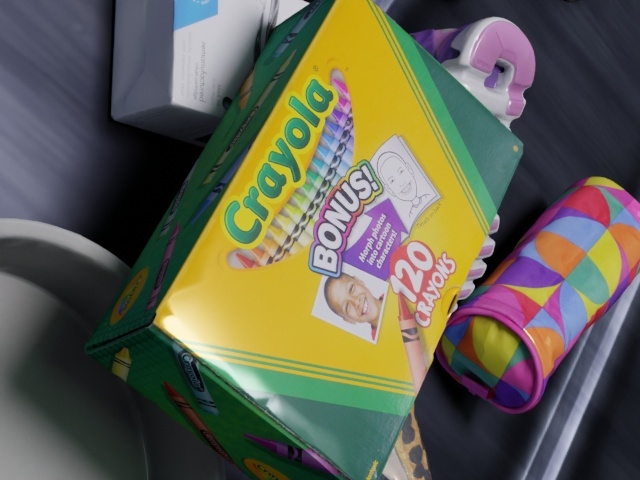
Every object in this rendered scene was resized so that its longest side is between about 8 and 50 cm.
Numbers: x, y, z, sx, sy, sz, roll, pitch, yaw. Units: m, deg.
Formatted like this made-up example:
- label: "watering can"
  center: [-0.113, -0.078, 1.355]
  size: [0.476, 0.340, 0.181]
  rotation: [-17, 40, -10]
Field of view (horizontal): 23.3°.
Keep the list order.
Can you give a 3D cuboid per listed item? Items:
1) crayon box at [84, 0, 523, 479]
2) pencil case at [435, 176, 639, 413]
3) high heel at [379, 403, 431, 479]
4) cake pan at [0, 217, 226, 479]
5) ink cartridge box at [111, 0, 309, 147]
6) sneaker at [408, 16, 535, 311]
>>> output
- label: "crayon box"
  center: [0.000, 0.000, 0.929]
  size: [0.165, 0.081, 0.278]
  rotation: [40, 55, -20]
- label: "pencil case"
  center: [0.183, 0.041, 1.228]
  size: [0.236, 0.104, 0.104]
  rotation: [-38, 110, -46]
- label: "high heel"
  center: [0.029, 0.089, 1.081]
  size: [0.186, 0.093, 0.261]
  rotation: [56, 28, -55]
- label: "cake pan"
  center: [-0.172, 0.136, 0.837]
  size: [0.293, 0.054, 0.293]
  rotation: [14, 71, -46]
- label: "ink cartridge box"
  center: [-0.050, -0.113, 1.026]
  size: [0.180, 0.060, 0.104]
  rotation: [14, 71, -46]
- label: "sneaker"
  center: [0.075, -0.052, 1.136]
  size: [0.095, 0.105, 0.236]
  rotation: [12, 95, -48]
